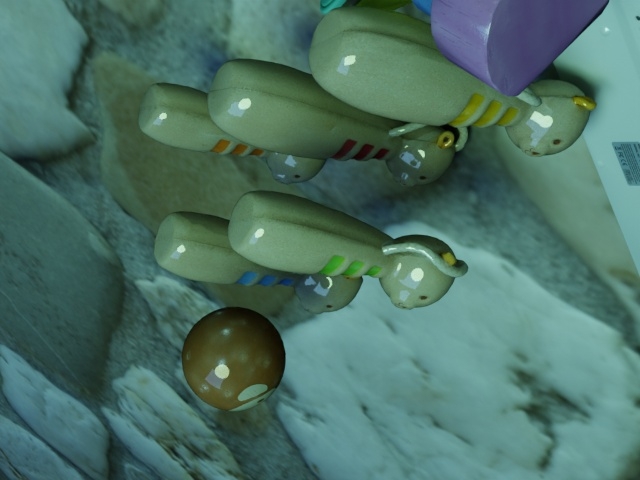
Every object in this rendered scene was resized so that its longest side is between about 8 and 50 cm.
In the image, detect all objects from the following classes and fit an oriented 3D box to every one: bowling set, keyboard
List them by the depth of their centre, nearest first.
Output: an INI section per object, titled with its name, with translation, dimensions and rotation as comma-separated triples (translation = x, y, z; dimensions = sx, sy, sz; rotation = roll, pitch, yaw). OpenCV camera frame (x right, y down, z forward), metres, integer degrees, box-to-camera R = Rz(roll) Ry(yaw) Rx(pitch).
[keyboard]
translation = 0.172, -0.041, 0.632
dimensions = 0.072, 0.014, 0.256
rotation = 10, 136, 50
[bowling set]
translation = 0.000, 0.000, 0.678
dimensions = 0.154, 0.200, 0.287
rotation = 14, 173, -29

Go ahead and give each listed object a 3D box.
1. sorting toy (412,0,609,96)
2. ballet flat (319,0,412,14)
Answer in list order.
[sorting toy]
translation = 0.016, -0.214, 0.396
dimensions = 0.126, 0.127, 0.366
rotation = 40, 159, 41
[ballet flat]
translation = 0.065, -0.163, 0.551
dimensions = 0.077, 0.077, 0.231
rotation = 17, 148, -9
